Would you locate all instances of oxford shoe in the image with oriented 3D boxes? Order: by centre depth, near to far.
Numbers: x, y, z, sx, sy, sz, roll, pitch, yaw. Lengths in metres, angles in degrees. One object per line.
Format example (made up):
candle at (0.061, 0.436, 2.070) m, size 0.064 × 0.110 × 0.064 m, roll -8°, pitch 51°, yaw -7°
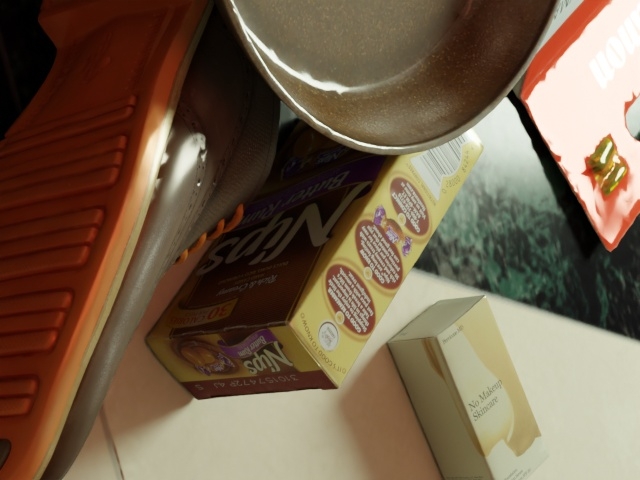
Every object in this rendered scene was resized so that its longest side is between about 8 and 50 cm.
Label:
oxford shoe at (-0.083, -0.023, 0.816) m, size 0.133 × 0.130 × 0.363 m, roll 42°, pitch 55°, yaw -40°

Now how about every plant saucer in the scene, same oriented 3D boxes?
plant saucer at (0.032, -0.198, 0.839) m, size 0.311 × 0.050 × 0.310 m, roll -12°, pitch 106°, yaw -48°

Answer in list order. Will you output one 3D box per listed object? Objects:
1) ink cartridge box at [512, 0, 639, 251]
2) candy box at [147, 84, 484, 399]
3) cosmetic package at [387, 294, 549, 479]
ink cartridge box at (0.211, -0.235, 1.179) m, size 0.308 × 0.091 × 0.385 m, roll -47°, pitch 115°, yaw -39°
candy box at (0.000, 0.000, 0.906) m, size 0.053 × 0.109 × 0.186 m, roll 53°, pitch 50°, yaw -27°
cosmetic package at (0.091, 0.097, 1.031) m, size 0.060 × 0.041 × 0.115 m, roll -37°, pitch 110°, yaw -42°
